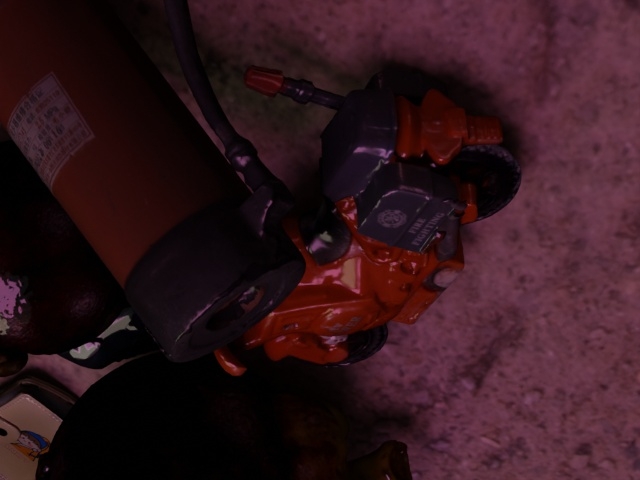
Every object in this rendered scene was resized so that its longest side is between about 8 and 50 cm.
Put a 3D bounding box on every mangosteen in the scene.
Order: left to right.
[{"bbox_3d":[-0.255,0.028,1.025,0.194,0.194,0.230,36,95,-13],"label":"mangosteen"},{"bbox_3d":[-0.106,0.246,1.137,0.297,0.296,0.313,-28,151,37],"label":"mangosteen"}]

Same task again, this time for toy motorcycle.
[{"bbox_3d":[0.000,0.000,0.975,0.221,0.147,0.325,13,139,-21],"label":"toy motorcycle"}]

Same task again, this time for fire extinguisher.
[{"bbox_3d":[-0.140,-0.113,0.892,0.200,0.113,0.376,-41,75,6],"label":"fire extinguisher"}]

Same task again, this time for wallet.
[{"bbox_3d":[-0.305,0.197,1.322,0.110,0.039,0.155,41,132,-22],"label":"wallet"}]

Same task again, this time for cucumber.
[{"bbox_3d":[-0.172,0.062,1.130,0.193,0.085,0.115,-21,118,26],"label":"cucumber"}]
